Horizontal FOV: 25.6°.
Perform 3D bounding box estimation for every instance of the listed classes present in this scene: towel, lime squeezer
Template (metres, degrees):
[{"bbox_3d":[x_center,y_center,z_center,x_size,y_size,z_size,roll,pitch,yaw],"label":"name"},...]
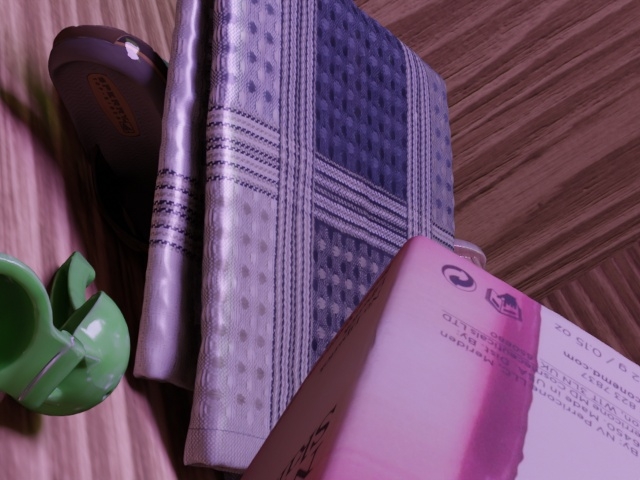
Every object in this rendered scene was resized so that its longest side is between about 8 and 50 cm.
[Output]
[{"bbox_3d":[0.000,0.000,0.859,0.312,0.056,0.324,26,60,-58],"label":"towel"},{"bbox_3d":[-0.130,0.015,0.549,0.110,0.059,0.310,62,10,17],"label":"lime squeezer"}]

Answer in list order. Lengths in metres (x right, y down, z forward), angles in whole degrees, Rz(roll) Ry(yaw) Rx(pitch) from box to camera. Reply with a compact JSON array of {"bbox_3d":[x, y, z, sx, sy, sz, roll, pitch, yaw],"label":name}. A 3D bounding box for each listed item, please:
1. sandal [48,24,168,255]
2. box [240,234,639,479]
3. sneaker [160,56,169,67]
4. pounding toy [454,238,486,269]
[{"bbox_3d":[-0.093,-0.030,0.817,0.219,0.090,0.060,63,33,-43],"label":"sandal"},{"bbox_3d":[0.027,0.128,0.453,0.127,0.148,0.232,32,28,-2],"label":"box"},{"bbox_3d":[-0.028,-0.048,1.000,0.366,0.150,0.135,46,14,-54],"label":"sneaker"},{"bbox_3d":[0.092,0.072,1.237,0.269,0.154,0.155,54,10,-30],"label":"pounding toy"}]
